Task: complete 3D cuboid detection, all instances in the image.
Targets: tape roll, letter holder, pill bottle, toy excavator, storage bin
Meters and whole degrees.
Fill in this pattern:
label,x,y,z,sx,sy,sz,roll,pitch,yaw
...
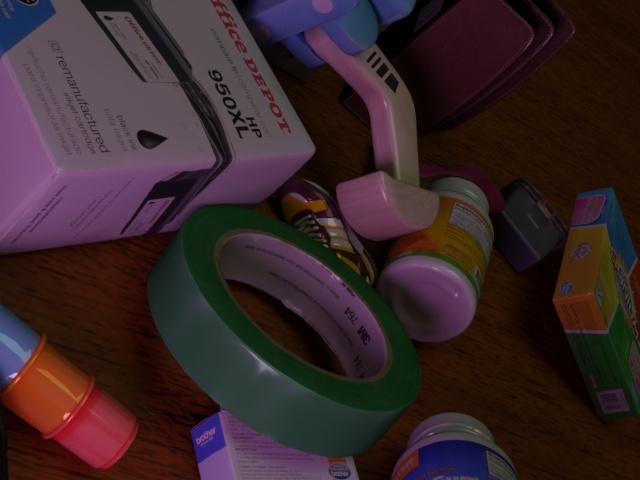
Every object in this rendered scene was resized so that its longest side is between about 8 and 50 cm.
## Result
label,x,y,z,sx,sy,sz,roll,pitch,yaw
tape roll,-0.037,0.095,1.285,0.321,0.077,0.321,31,23,-15
letter holder,0.218,-0.268,1.767,0.214,0.302,0.152,40,37,-17
pill bottle,0.167,0.016,1.607,0.136,0.136,0.245,43,36,-13
pill bottle,0.153,0.310,1.293,0.152,0.152,0.272,42,18,-14
toy excavator,0.038,-0.280,1.510,0.445,0.222,0.432,42,49,-32
storage bin,0.329,-0.020,1.869,0.135,0.098,0.091,51,45,-3

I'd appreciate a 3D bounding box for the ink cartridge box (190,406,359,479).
label,x,y,z,sx,sy,sz,roll,pitch,yaw
ink cartridge box,-0.030,0.289,1.213,0.186,0.065,0.311,11,54,-43

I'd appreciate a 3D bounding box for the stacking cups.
label,x,y,z,sx,sy,sz,roll,pitch,yaw
stacking cups,-0.308,0.101,1.053,0.316,0.096,0.096,45,35,-19

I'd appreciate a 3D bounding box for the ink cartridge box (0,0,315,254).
label,x,y,z,sx,sy,sz,roll,pitch,yaw
ink cartridge box,-0.233,-0.161,1.281,0.395,0.166,0.285,-10,67,-52

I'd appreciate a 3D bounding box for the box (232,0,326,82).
label,x,y,z,sx,sy,sz,roll,pitch,yaw
box,-0.074,-0.407,1.709,0.231,0.127,0.261,25,44,-32

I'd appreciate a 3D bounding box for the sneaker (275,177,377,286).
label,x,y,z,sx,sy,sz,roll,pitch,yaw
sneaker,0.000,0.000,1.491,0.185,0.069,0.084,50,30,-2

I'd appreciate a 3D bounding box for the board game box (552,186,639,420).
label,x,y,z,sx,sy,sz,roll,pitch,yaw
board game box,0.462,0.096,1.862,0.242,0.064,0.316,64,30,-24

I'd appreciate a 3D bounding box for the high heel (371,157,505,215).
label,x,y,z,sx,sy,sz,roll,pitch,yaw
high heel,0.183,-0.075,1.745,0.244,0.082,0.117,30,34,-23

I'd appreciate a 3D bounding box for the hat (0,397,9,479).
label,x,y,z,sx,sy,sz,roll,pitch,yaw
hat,-0.386,0.154,0.866,0.331,0.134,0.331,52,23,-33
